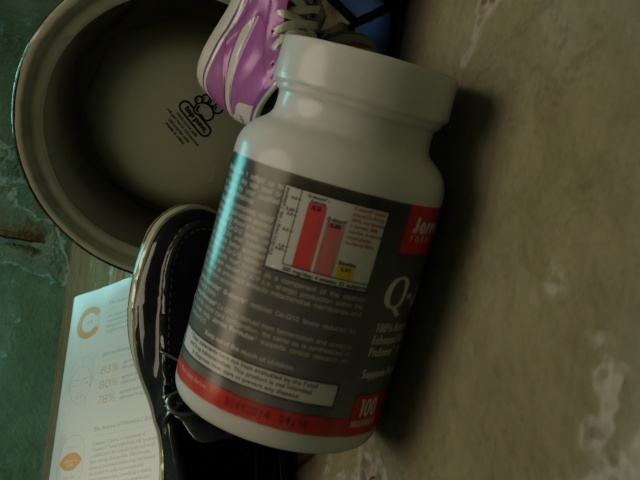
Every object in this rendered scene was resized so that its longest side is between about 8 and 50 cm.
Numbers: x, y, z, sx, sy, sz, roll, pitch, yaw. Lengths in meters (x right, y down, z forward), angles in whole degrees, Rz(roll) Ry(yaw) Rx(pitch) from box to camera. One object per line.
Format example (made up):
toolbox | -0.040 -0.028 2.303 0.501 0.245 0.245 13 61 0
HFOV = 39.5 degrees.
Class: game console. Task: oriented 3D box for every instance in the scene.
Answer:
game console | 0.038 -0.265 1.082 0.085 0.124 0.144 -54 19 -12

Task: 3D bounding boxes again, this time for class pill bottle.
pill bottle | 0.000 0.000 0.864 0.210 0.210 0.363 -143 67 -66

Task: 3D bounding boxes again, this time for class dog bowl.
dog bowl | -0.178 -0.159 1.166 0.150 0.407 0.408 -95 24 -68

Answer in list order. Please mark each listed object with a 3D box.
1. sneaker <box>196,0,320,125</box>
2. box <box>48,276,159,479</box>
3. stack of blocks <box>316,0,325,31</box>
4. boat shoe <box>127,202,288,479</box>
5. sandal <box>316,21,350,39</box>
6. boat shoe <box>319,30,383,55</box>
sneaker | -0.023 -0.248 0.961 0.161 0.102 0.282 46 120 43
box | -0.237 0.237 1.261 0.215 0.168 0.345 -17 57 27
stack of blocks | -0.165 -0.319 1.309 0.171 0.297 0.087 -60 29 35
boat shoe | -0.118 0.198 1.056 0.156 0.186 0.500 -16 75 52
sandal | -0.014 -0.260 1.243 0.180 0.049 0.072 160 119 -64
boat shoe | -0.004 -0.077 1.038 0.116 0.123 0.324 54 133 51
